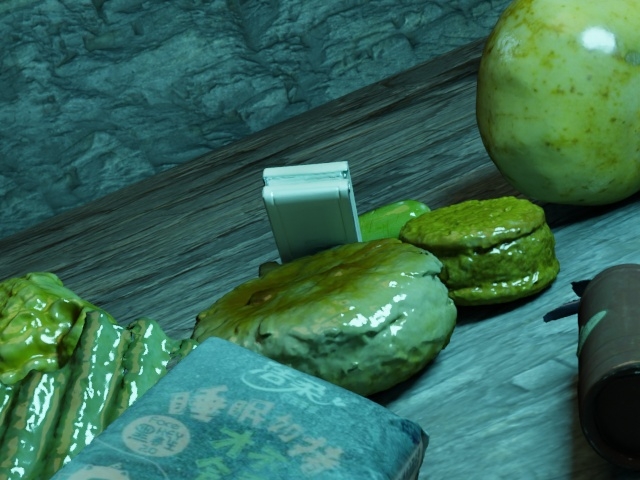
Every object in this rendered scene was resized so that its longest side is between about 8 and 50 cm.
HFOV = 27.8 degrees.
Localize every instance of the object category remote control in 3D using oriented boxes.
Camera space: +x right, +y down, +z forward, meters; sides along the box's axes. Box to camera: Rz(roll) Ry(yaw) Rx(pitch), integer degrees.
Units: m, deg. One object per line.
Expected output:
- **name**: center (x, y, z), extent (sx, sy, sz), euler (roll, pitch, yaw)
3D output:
- **remote control**: center (0.000, 0.000, 1.614), extent (0.103, 0.277, 0.055), euler (-5, 58, 5)

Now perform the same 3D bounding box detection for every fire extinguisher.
- **fire extinguisher**: center (0.271, 0.093, 1.191), extent (0.138, 0.102, 0.344), euler (-18, 14, 15)

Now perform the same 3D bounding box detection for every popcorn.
- **popcorn**: center (-0.404, 0.160, 1.755), extent (0.225, 0.173, 0.286), euler (-42, 32, -20)

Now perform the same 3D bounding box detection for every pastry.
- **pastry**: center (0.191, 0.014, 1.567), extent (0.189, 0.103, 0.189), euler (-10, 12, 2)
- **pastry**: center (-0.003, 0.104, 1.452), extent (0.330, 0.136, 0.329), euler (-20, 13, 5)

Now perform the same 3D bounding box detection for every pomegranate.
- **pomegranate**: center (0.381, -0.198, 1.754), extent (0.342, 0.342, 0.342), euler (-19, 14, 5)

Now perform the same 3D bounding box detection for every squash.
- **squash**: center (0.073, -0.012, 1.946), extent (0.201, 0.066, 0.066), euler (-16, 14, 17)

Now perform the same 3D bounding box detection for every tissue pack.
- **tissue pack**: center (-0.072, 0.211, 1.034), extent (0.228, 0.103, 0.316), euler (24, 30, 15)

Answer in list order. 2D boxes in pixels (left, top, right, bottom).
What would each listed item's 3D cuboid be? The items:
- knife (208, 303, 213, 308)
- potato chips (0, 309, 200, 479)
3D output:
- **knife**: center (-0.081, 0.081, 1.910), extent (0.207, 0.014, 0.030), euler (-13, 17, 27)
- **potato chips**: center (-0.223, 0.215, 1.189), extent (0.373, 0.097, 0.389), euler (-15, 32, -13)
